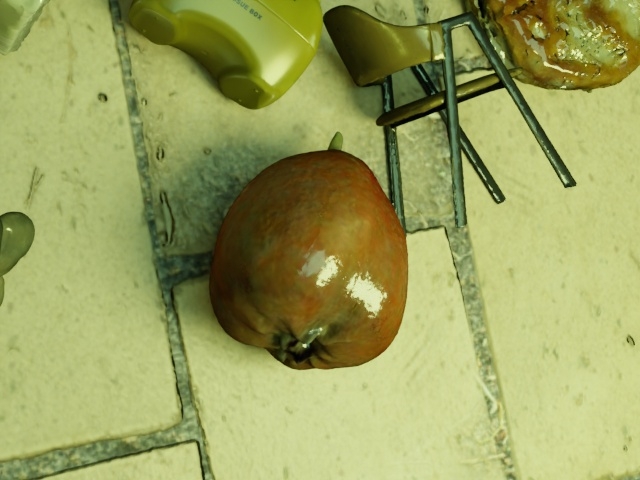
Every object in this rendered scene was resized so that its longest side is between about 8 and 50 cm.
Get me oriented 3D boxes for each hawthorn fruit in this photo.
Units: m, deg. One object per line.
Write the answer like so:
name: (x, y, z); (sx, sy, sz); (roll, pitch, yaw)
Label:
hawthorn fruit: (0.000, 0.000, 1.346); (0.199, 0.199, 0.251); (24, 62, -18)

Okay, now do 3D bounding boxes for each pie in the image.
pie: (0.278, -0.296, 1.534); (0.308, 0.085, 0.308); (2, 83, -17)

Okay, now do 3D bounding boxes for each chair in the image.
chair: (0.120, -0.138, 1.414); (0.172, 0.159, 0.247); (-18, 92, -21)

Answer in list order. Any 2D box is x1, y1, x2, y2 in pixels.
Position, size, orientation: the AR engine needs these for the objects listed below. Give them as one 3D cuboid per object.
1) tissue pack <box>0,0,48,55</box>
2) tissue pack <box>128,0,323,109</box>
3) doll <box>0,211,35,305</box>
tissue pack: (-0.343, -0.397, 1.226); (0.380, 0.207, 0.297); (34, 72, -16)
tissue pack: (-0.087, -0.225, 1.357); (0.178, 0.123, 0.127); (36, 72, -14)
doll: (-0.411, -0.052, 1.087); (0.382, 0.378, 0.252); (38, 88, -10)
